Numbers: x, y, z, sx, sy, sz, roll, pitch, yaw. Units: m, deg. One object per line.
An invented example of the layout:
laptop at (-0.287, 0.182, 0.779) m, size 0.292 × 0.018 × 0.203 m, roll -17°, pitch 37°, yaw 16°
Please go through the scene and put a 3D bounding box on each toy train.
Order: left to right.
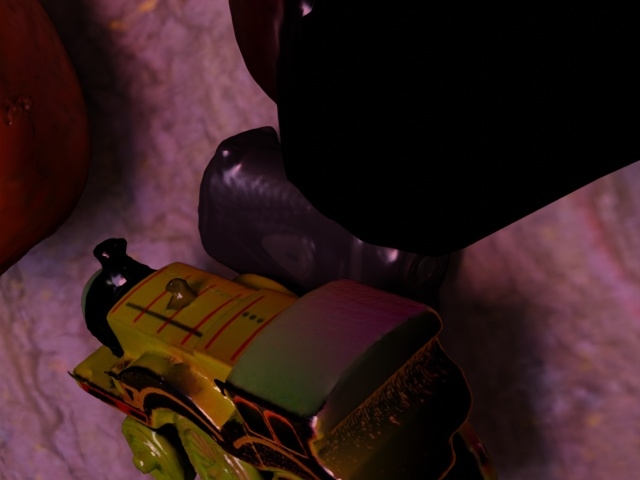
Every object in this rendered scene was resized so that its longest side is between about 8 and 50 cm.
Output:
toy train at (-0.033, 0.081, 0.778) m, size 0.296 × 0.100 × 0.160 m, roll 15°, pitch 136°, yaw 50°

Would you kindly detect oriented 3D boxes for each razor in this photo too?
razor at (0.000, 0.000, 0.793) m, size 0.148 × 0.054 × 0.090 m, roll 29°, pitch 125°, yaw 31°

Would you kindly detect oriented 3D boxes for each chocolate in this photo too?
chocolate at (0.066, -0.158, 0.557) m, size 0.186 × 0.284 × 0.283 m, roll 56°, pitch 136°, yaw 34°

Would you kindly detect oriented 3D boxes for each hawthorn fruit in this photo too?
hawthorn fruit at (-0.289, -0.110, 0.892) m, size 0.276 × 0.276 × 0.307 m, roll -28°, pitch 70°, yaw 45°
